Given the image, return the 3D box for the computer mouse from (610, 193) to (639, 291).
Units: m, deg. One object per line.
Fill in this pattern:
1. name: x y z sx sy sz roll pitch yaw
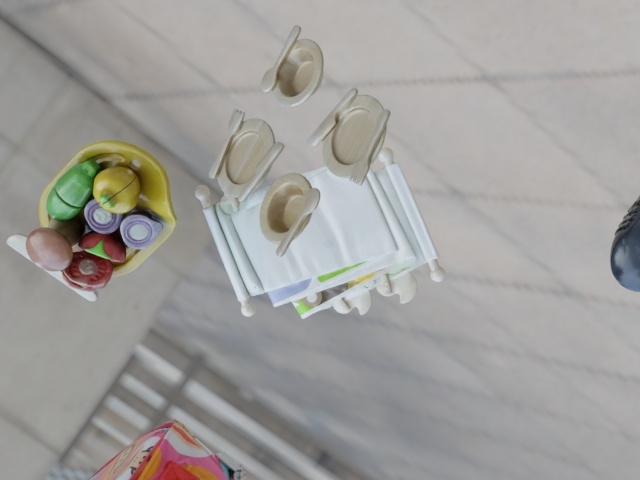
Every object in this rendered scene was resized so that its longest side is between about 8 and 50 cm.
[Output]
1. computer mouse: 0.323 -0.060 1.436 0.071 0.242 0.041 30 169 9

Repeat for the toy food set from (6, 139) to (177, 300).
1. toy food set: -0.239 -0.006 1.729 0.128 0.071 0.218 41 126 -8

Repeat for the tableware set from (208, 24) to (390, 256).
1. tableware set: -0.020 -0.073 1.273 0.020 0.141 0.168 21 -161 -42

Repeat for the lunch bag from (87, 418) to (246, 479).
1. lunch bag: -0.183 0.283 1.388 0.120 0.293 0.258 41 134 -7

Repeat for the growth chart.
1. growth chart: 0.000 0.000 1.754 0.021 0.237 0.172 -47 -58 -71
